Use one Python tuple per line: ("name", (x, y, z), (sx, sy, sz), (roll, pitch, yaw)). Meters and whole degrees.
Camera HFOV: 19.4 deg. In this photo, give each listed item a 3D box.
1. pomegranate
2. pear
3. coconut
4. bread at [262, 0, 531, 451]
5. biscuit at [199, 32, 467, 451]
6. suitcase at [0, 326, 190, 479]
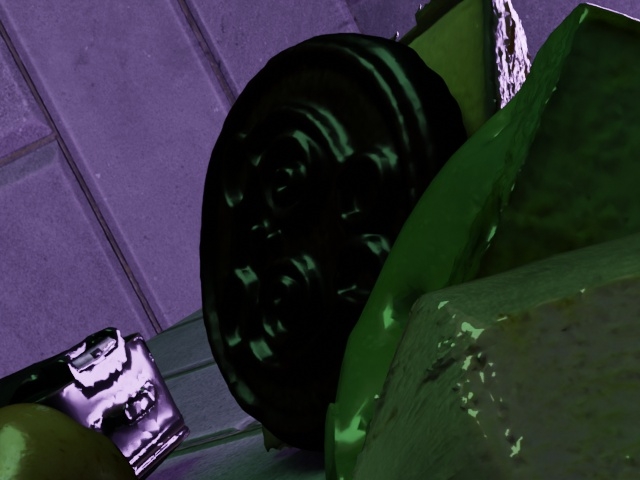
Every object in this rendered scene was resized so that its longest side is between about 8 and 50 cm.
("pomegranate", (-0.250, 0.246, 1.598), (0.209, 0.209, 0.209), (-27, 5, 3))
("pear", (0.150, 0.064, 1.154), (0.318, 0.238, 0.342), (139, 156, -80))
("coconut", (0.126, 0.119, 0.827), (0.245, 0.233, 0.233), (-21, 4, -12))
("bread", (0.049, -0.018, 1.818), (0.404, 0.346, 0.242), (-18, -19, 19))
("biscuit", (0.000, 0.000, 1.789), (0.091, 0.407, 0.407), (7, -16, -34))
("suitcase", (-0.371, 0.261, 2.118), (0.434, 0.194, 0.283), (-25, 5, 25))
